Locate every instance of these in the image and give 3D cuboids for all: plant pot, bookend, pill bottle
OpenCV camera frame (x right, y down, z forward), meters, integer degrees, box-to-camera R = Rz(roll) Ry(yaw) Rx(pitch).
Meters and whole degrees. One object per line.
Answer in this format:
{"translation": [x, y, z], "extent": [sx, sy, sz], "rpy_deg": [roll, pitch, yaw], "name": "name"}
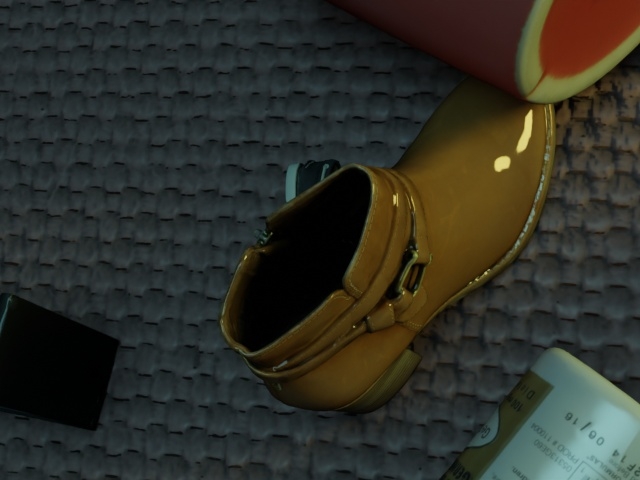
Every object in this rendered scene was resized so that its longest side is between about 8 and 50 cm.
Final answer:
{"translation": [0.107, -0.234, 0.851], "extent": [0.275, 0.275, 0.243], "rpy_deg": [-47, 65, 1], "name": "plant pot"}
{"translation": [-0.253, 0.077, 0.948], "extent": [0.156, 0.157, 0.072], "rpy_deg": [9, 78, 20], "name": "bookend"}
{"translation": [0.120, 0.190, 0.804], "extent": [0.131, 0.131, 0.229], "rpy_deg": [39, 89, 24], "name": "pill bottle"}

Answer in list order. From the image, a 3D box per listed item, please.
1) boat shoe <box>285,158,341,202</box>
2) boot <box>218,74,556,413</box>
{"translation": [0.000, 0.000, 0.946], "extent": [0.038, 0.046, 0.125], "rpy_deg": [-11, 63, 20], "name": "boat shoe"}
{"translation": [0.045, -0.022, 0.840], "extent": [0.109, 0.220, 0.283], "rpy_deg": [36, 88, 24], "name": "boot"}
